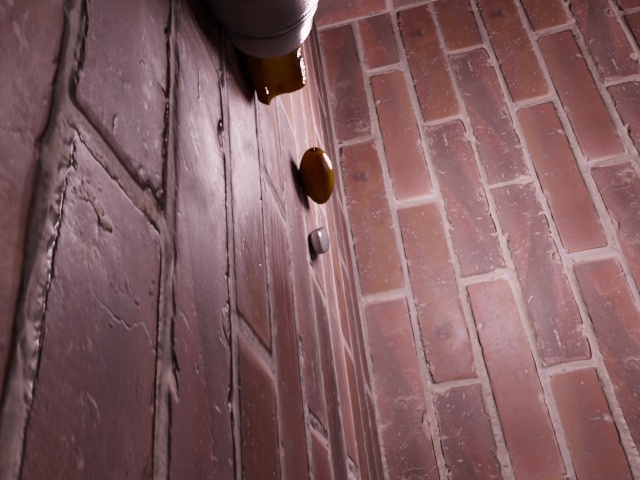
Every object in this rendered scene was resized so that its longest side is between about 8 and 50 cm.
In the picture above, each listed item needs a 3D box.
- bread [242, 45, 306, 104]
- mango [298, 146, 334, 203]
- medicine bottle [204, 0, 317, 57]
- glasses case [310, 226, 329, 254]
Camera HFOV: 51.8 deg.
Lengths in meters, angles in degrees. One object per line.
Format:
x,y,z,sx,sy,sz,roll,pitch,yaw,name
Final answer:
-0.118,-0.465,1.588,0.268,0.145,0.269,-10,90,-87,bread
-0.010,-0.193,2.119,0.253,0.113,0.139,80,-2,-60,mango
-0.115,-0.514,1.280,0.306,0.244,0.245,88,-8,-78,medicine bottle
0.000,0.000,2.108,0.197,0.049,0.076,-37,114,-82,glasses case
